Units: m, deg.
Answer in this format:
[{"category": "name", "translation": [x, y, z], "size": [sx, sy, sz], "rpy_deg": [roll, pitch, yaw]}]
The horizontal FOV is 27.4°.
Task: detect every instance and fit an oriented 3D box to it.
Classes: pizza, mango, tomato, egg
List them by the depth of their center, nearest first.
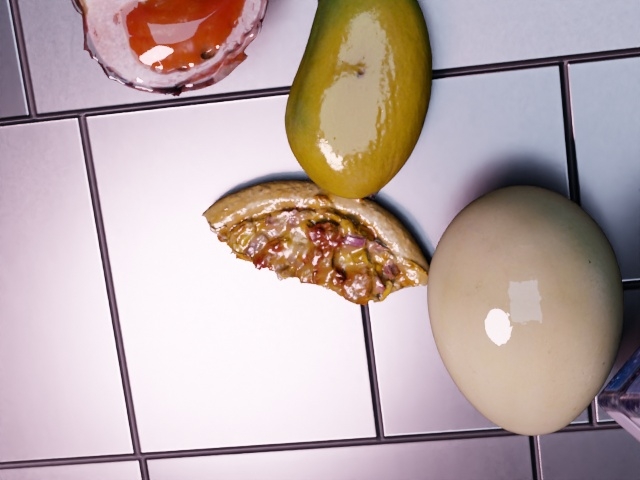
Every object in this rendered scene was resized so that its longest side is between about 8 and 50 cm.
[{"category": "egg", "translation": [0.200, 0.071, 1.278], "size": [0.188, 0.188, 0.254], "rpy_deg": [-5, 113, 9]}, {"category": "tomato", "translation": [-0.148, -0.260, 1.284], "size": [0.199, 0.112, 0.228], "rpy_deg": [-17, 100, 4]}, {"category": "mango", "translation": [0.045, -0.158, 1.293], "size": [0.137, 0.091, 0.238], "rpy_deg": [18, 105, 0]}, {"category": "pizza", "translation": [-0.001, 0.002, 1.355], "size": [0.246, 0.058, 0.127], "rpy_deg": [27, 106, 3]}]

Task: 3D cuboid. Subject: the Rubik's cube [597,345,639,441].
[{"category": "Rubik's cube", "translation": [0.469, 0.129, 1.145], "size": [0.303, 0.301, 0.305], "rpy_deg": [39, 86, 3]}]
